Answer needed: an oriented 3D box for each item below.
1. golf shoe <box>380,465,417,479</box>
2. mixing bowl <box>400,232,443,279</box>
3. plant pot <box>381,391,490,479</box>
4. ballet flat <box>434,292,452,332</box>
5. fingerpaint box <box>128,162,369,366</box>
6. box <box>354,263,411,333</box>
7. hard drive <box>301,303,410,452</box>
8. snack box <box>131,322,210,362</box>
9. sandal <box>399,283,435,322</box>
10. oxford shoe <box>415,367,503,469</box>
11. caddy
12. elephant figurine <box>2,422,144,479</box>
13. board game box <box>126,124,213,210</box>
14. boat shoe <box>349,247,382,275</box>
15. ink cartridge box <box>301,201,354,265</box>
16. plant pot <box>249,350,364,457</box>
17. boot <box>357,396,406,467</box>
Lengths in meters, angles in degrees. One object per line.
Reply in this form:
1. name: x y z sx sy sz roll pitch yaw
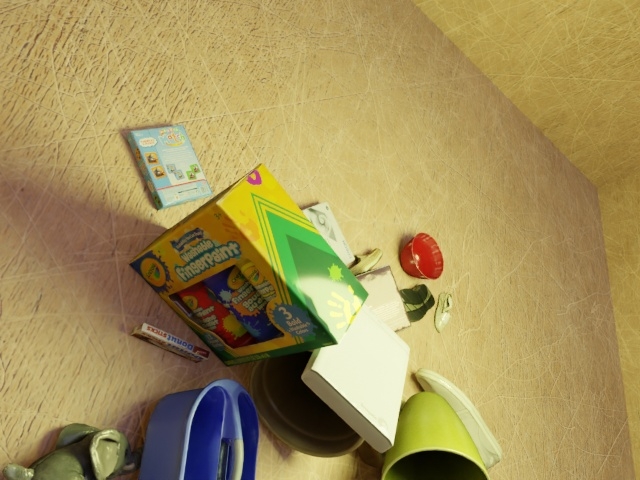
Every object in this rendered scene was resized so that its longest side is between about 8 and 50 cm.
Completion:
1. golf shoe: 0.324 0.695 1.582 0.306 0.140 0.115 -16 83 -46
2. mixing bowl: 0.365 0.070 1.900 0.181 0.098 0.181 18 62 -37
3. plant pot: 0.306 0.567 1.413 0.275 0.275 0.293 50 20 -15
4. ballet flat: 0.474 0.270 1.949 0.057 0.052 0.168 34 54 -28
5. fingerpaint box: -0.180 0.088 1.158 0.371 0.445 0.163 51 48 -15
6. box: 0.144 0.201 1.565 0.167 0.168 0.203 -18 86 -20
7. hard drive: 0.098 0.281 1.182 0.233 0.047 0.353 44 26 -4
8. snack box: -0.353 0.244 1.205 0.178 0.064 0.022 33 52 -28
9. sandal: 0.322 0.230 1.814 0.303 0.086 0.120 -4 70 -58
10. oxford shoe: 0.460 0.622 1.733 0.130 0.169 0.449 -41 103 -21
11. caddy: -0.239 0.474 1.092 0.241 0.179 0.341 35 50 -51
12. elephant figurine: -0.451 0.431 1.001 0.169 0.186 0.239 25 38 7
13. board game box: -0.400 -0.199 1.362 0.160 0.039 0.211 -22 89 -45
14. boat shoe: 0.143 0.073 1.726 0.072 0.068 0.190 47 47 -2
15. ink cartridge box: 0.000 0.000 1.609 0.224 0.045 0.223 -29 93 -55
16. plant pot: 0.018 0.354 1.358 0.323 0.323 0.280 60 30 -6
17. boot: 0.177 0.511 1.505 0.203 0.095 0.262 -46 133 -44
